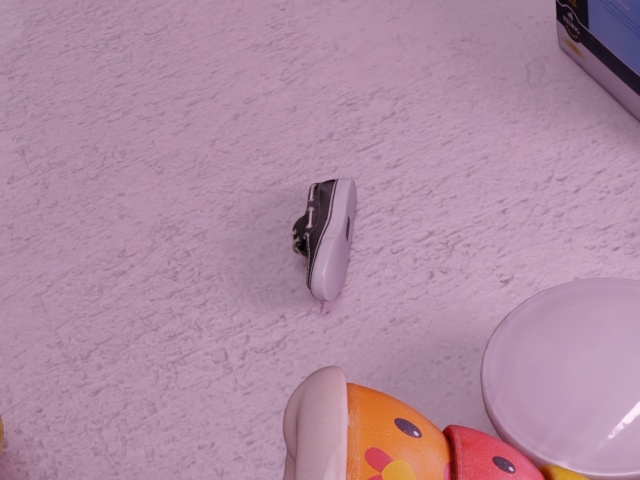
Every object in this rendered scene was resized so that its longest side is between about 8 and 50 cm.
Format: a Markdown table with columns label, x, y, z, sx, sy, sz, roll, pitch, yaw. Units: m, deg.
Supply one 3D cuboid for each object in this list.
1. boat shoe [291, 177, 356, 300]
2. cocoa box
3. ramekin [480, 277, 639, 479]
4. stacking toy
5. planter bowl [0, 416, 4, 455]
| label | x | y | z | sx | sy | sz | roll | pitch | yaw |
| --- | --- | --- | --- | --- | --- | --- | --- | --- | --- |
| boat shoe | 0.000 | 0.000 | 1.750 | 0.070 | 0.077 | 0.219 | -1 | 39 | 13 |
| cocoa box | 0.501 | -0.309 | 1.801 | 0.232 | 0.228 | 0.347 | -25 | 46 | -10 |
| ramekin | 0.315 | 0.180 | 1.451 | 0.273 | 0.127 | 0.272 | -8 | 45 | 8 |
| stacking toy | 0.189 | 0.313 | 1.287 | 0.480 | 0.350 | 0.350 | 5 | 46 | -3 |
| planter bowl | -0.468 | 0.284 | 1.585 | 0.217 | 0.090 | 0.217 | -7 | 46 | 7 |
